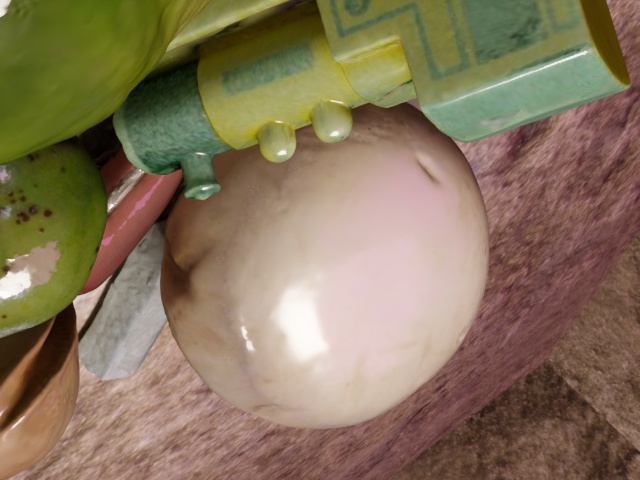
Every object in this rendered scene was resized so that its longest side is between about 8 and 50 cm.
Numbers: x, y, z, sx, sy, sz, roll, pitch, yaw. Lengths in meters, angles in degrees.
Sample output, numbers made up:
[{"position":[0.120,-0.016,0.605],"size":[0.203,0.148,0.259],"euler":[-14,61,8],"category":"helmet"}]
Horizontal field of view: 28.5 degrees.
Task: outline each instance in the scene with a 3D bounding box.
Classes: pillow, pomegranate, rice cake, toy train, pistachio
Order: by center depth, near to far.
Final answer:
[{"position":[-0.011,-0.149,0.807],"size":[0.368,0.237,0.150],"euler":[-18,169,23],"category":"toy train"},{"position":[-0.244,-0.016,0.892],"size":[0.181,0.181,0.224],"euler":[-40,-172,-15],"category":"pomegranate"},{"position":[-0.270,0.113,1.003],"size":[0.260,0.163,0.213],"euler":[-19,-140,45],"category":"pistachio"},{"position":[-0.175,-0.034,1.080],"size":[0.179,0.075,0.171],"euler":[-52,-177,-11],"category":"pillow"},{"position":[-0.184,0.061,1.290],"size":[0.069,0.063,0.206],"euler":[-9,139,-56],"category":"rice cake"}]

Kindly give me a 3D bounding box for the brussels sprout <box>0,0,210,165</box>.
[{"position":[-0.173,-0.186,0.546],"size":[0.315,0.276,0.371],"euler":[-58,169,-1],"category":"brussels sprout"}]

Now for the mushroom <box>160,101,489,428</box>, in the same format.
[{"position":[0.024,0.015,1.173],"size":[0.315,0.315,0.356],"euler":[-53,164,21],"category":"mushroom"}]

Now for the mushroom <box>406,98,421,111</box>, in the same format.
[{"position":[0.161,-0.198,1.448],"size":[0.092,0.081,0.223],"euler":[-36,174,41],"category":"mushroom"}]
